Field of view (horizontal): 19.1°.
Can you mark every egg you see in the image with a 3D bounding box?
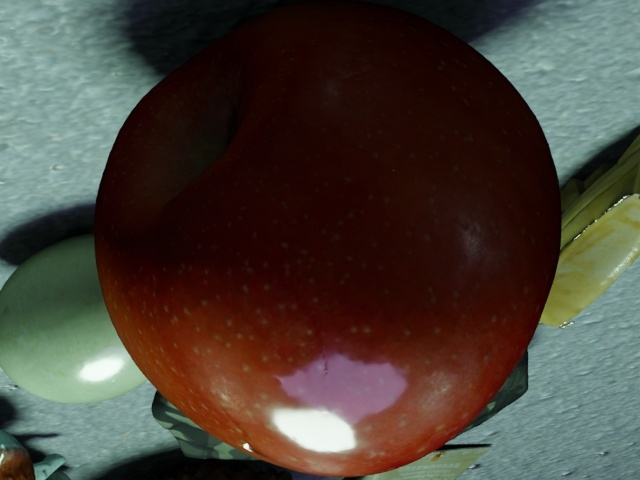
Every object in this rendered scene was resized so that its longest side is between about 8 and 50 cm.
[{"bbox_3d":[-0.156,0.052,1.300,0.152,0.114,0.114,-23,155,25],"label":"egg"}]

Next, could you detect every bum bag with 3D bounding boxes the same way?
[{"bbox_3d":[0.020,0.143,1.650,0.340,0.095,0.144,-4,144,-18],"label":"bum bag"}]

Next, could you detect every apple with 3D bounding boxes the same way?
[{"bbox_3d":[0.000,0.000,1.039,0.260,0.260,0.216,-23,131,32],"label":"apple"}]

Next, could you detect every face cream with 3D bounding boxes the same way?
[{"bbox_3d":[0.051,0.309,2.135,0.137,0.084,0.341,1,149,-31],"label":"face cream"}]

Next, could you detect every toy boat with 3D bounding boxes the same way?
[{"bbox_3d":[0.193,-0.009,1.351,0.064,0.072,0.206,16,141,-18],"label":"toy boat"}]

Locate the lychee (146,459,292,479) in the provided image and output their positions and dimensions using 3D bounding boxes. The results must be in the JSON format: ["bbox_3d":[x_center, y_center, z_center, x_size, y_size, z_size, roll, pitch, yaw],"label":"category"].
[{"bbox_3d":[-0.118,0.369,1.901,0.306,0.306,0.330,-5,155,-11],"label":"lychee"}]

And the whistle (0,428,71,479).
[{"bbox_3d":[-0.302,0.227,1.694,0.142,0.134,0.346,-54,163,-1],"label":"whistle"}]
